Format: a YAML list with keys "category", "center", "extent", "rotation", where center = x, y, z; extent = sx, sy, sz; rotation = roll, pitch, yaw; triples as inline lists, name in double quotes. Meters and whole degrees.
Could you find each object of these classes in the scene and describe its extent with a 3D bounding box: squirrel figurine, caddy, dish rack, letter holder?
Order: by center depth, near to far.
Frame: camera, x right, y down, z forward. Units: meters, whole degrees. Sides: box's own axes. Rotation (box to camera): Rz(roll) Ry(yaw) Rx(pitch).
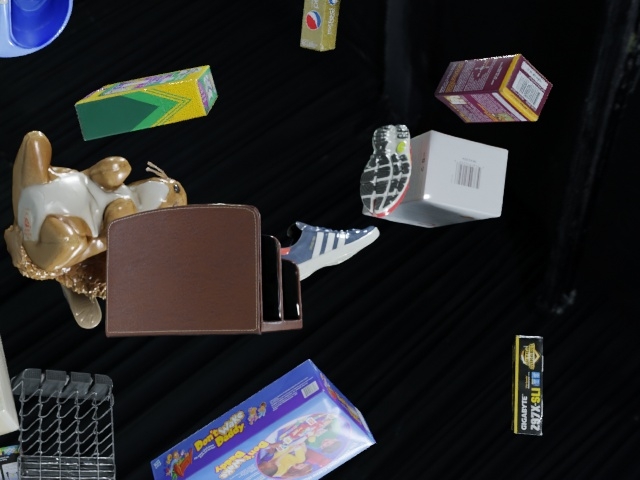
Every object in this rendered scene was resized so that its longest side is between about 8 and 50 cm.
- category: "letter holder"
  center: [-0.201, 0.053, 1.351]
  extent: [0.152, 0.302, 0.214]
  rotation: [8, 79, -65]
- category: "caddy"
  center: [-0.555, -0.486, 1.362]
  extent: [0.179, 0.241, 0.341]
  rotation: [-118, -148, -42]
- category: "dish rack"
  center: [-0.505, 0.380, 1.566]
  extent: [0.074, 0.208, 0.271]
  rotation: [-49, -138, 39]
- category: "squirrel figurine"
  center: [-0.511, -0.041, 1.843]
  extent: [0.397, 0.371, 0.281]
  rotation: [-48, -118, 41]

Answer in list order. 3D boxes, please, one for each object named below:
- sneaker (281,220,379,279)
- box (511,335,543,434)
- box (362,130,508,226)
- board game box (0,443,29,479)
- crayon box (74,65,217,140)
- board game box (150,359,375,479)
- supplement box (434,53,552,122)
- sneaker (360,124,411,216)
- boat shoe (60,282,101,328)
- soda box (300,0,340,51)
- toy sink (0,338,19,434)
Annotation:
- category: "sneaker"
  center: [0.000, 0.000, 2.175]
  extent: [0.148, 0.350, 0.131]
  rotation: [63, -30, 8]
- category: "box"
  center: [0.574, 0.406, 2.208]
  extent: [0.079, 0.257, 0.322]
  rotation: [3, -10, 13]
- category: "box"
  center: [0.279, -0.143, 1.997]
  extent: [0.215, 0.168, 0.345]
  rotation: [11, -8, -20]
- category: "board game box"
  center: [-0.648, 0.482, 1.543]
  extent: [0.170, 0.048, 0.141]
  rotation: [11, 57, -61]
- category: "crayon box"
  center: [-0.452, -0.375, 2.125]
  extent: [0.363, 0.313, 0.106]
  rotation: [-98, 177, -72]
- category: "board game box"
  center: [-0.100, 0.393, 1.468]
  extent: [0.233, 0.347, 0.078]
  rotation: [53, 5, -44]
- category: "supplement box"
  center: [0.321, -0.281, 1.486]
  extent: [0.104, 0.080, 0.188]
  rotation: [33, -11, -31]
- category: "sneaker"
  center: [0.161, -0.137, 1.722]
  extent: [0.107, 0.279, 0.118]
  rotation: [-3, -48, 21]
- category: "boat shoe"
  center: [-0.740, 0.137, 2.408]
  extent: [0.285, 0.103, 0.092]
  rotation: [68, -26, 9]
- category: "soda box"
  center: [0.003, -0.511, 1.734]
  extent: [0.058, 0.061, 0.181]
  rotation: [21, -63, 28]
- category: "toy sink"
  center: [-0.621, 0.220, 1.369]
  extent: [0.152, 0.131, 0.234]
  rotation: [115, -42, -63]
